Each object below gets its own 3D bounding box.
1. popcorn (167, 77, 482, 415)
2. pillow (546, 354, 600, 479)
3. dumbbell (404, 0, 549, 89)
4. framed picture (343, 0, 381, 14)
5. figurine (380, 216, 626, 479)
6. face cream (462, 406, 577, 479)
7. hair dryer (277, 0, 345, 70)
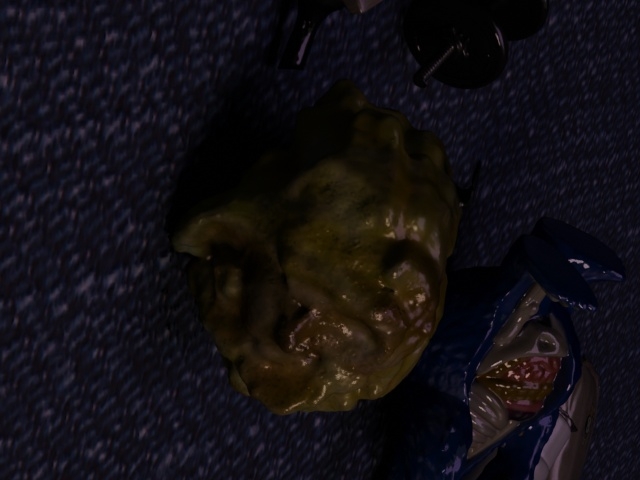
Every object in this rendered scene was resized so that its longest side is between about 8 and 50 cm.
[{"bbox_3d":[0.011,0.003,0.961,0.173,0.142,0.173,-47,150,-37],"label":"popcorn"},{"bbox_3d":[0.193,0.214,1.566,0.232,0.038,0.130,-69,157,-10],"label":"pillow"},{"bbox_3d":[0.094,-0.136,1.114,0.147,0.069,0.069,-48,146,-39],"label":"dumbbell"},{"bbox_3d":[0.032,-0.268,0.824,0.209,0.019,0.281,-38,115,-35],"label":"framed picture"},{"bbox_3d":[0.099,0.101,1.244,0.262,0.121,0.164,-58,155,8],"label":"figurine"},{"bbox_3d":[0.109,0.223,1.398,0.243,0.058,0.092,-55,138,-21],"label":"face cream"},{"bbox_3d":[0.038,-0.203,0.985,0.195,0.078,0.248,2,115,-63],"label":"hair dryer"}]
